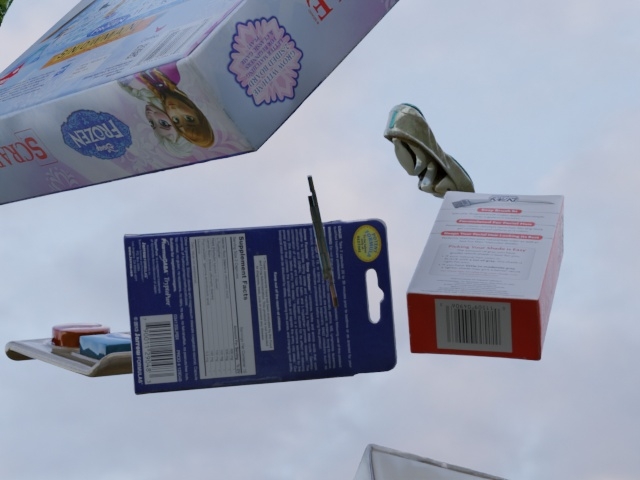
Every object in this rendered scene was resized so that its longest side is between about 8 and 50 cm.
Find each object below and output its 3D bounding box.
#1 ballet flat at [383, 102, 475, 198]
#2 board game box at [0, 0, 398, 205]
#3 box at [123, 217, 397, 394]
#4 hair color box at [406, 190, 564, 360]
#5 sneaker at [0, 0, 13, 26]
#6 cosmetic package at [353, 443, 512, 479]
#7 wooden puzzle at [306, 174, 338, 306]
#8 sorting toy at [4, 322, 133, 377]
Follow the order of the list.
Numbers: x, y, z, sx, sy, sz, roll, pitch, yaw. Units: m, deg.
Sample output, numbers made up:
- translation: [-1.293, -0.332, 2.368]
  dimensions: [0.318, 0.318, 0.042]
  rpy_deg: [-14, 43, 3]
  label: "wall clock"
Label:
- translation: [0.115, -0.082, 1.720]
  dimensions: [0.057, 0.052, 0.168]
  rpy_deg: [1, -36, 41]
  label: "ballet flat"
- translation: [-0.053, -0.157, 0.967]
  dimensions: [0.319, 0.318, 0.066]
  rpy_deg: [-6, -53, 53]
  label: "board game box"
- translation: [-0.051, 0.055, 1.339]
  dimensions: [0.225, 0.136, 0.036]
  rpy_deg: [-4, -4, -5]
  label: "box"
- translation: [0.123, 0.022, 1.132]
  dimensions: [0.093, 0.167, 0.053]
  rpy_deg: [2, -62, 15]
  label: "hair color box"
- translation: [-0.373, -0.258, 1.652]
  dimensions: [0.109, 0.295, 0.123]
  rpy_deg: [15, 1, -13]
  label: "sneaker"
- translation: [0.049, 0.306, 1.041]
  dimensions: [0.129, 0.153, 0.296]
  rpy_deg: [15, -66, -10]
  label: "cosmetic package"
- translation: [0.000, 0.000, 0.960]
  dimensions: [0.006, 0.083, 0.049]
  rpy_deg: [-11, -14, -1]
  label: "wooden puzzle"
- translation: [-0.153, 0.106, 1.671]
  dimensions: [0.307, 0.041, 0.229]
  rpy_deg: [-3, 3, -36]
  label: "sorting toy"
